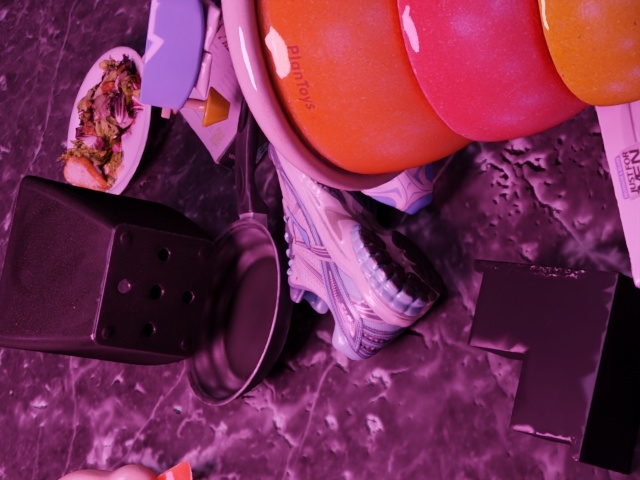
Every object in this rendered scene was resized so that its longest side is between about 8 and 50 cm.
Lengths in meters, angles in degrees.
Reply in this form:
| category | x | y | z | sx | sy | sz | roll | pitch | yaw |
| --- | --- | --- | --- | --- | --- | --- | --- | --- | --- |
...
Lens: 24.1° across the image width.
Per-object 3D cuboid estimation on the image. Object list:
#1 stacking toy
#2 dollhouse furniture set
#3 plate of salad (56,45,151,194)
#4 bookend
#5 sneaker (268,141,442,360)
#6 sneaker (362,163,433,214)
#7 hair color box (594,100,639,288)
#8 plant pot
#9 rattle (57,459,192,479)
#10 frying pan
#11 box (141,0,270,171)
| category | x | y | z | sx | sy | sz | roll | pitch | yaw |
| --- | --- | --- | --- | --- | --- | --- | --- | --- | --- |
| stacking toy | 0.196 | -0.201 | 1.144 | 0.480 | 0.350 | 0.350 | 6 | 78 | 33 |
| dollhouse furniture set | -0.069 | -0.304 | 1.620 | 0.286 | 0.198 | 0.303 | -87 | 8 | -57 |
| plate of salad | -0.268 | -0.142 | 1.833 | 0.200 | 0.048 | 0.200 | -18 | 67 | 50 |
| bookend | 0.194 | 0.103 | 1.270 | 0.156 | 0.072 | 0.157 | 4 | 78 | 47 |
| sneaker | 0.000 | 0.000 | 1.483 | 0.122 | 0.110 | 0.283 | -52 | 45 | 22 |
| sneaker | 0.043 | -0.099 | 1.495 | 0.085 | 0.086 | 0.237 | -30 | 35 | -2 |
| hair color box | 0.385 | -0.095 | 1.132 | 0.339 | 0.110 | 0.185 | -27 | 56 | 34 |
| plant pot | -0.217 | 0.043 | 1.599 | 0.167 | 0.187 | 0.188 | 9 | 87 | 51 |
| rattle | -0.205 | 0.279 | 1.633 | 0.200 | 0.143 | 0.130 | -36 | 83 | 11 |
| frying pan | -0.091 | 0.021 | 1.590 | 0.197 | 0.053 | 0.326 | -42 | 43 | 43 |
| box | -0.055 | -0.264 | 1.681 | 0.322 | 0.058 | 0.232 | -53 | 45 | 17 |
